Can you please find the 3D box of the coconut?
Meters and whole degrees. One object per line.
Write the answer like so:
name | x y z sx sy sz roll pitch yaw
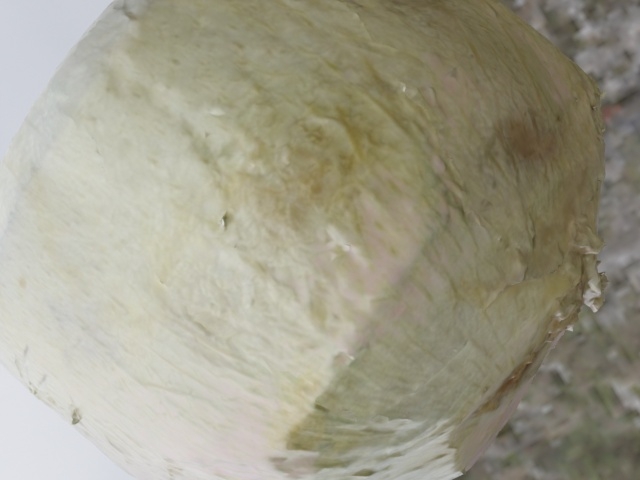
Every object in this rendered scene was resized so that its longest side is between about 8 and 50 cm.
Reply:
coconut | 0.000 0.000 0.767 0.254 0.297 0.297 38 -175 6
